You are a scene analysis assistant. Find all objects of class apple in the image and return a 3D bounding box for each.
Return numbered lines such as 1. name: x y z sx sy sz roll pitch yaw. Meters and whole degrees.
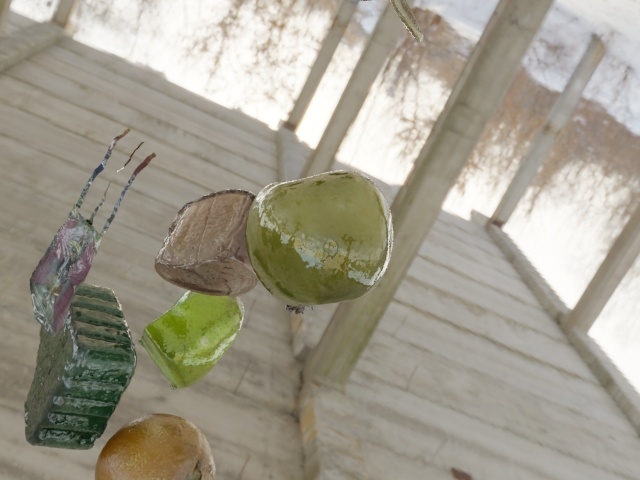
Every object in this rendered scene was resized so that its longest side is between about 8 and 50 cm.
1. apple: 0.013 -0.003 1.610 0.295 0.258 0.233 -9 178 -24

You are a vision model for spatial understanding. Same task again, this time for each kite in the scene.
1. kite: -0.395 -0.019 1.366 0.022 0.360 0.204 25 -171 -40

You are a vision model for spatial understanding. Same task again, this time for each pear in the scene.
1. pear: -0.368 0.273 2.454 0.239 0.318 0.342 52 161 1

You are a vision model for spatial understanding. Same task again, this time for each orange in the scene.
1. orange: -0.365 0.520 1.831 0.274 0.274 0.274 24 -163 -8

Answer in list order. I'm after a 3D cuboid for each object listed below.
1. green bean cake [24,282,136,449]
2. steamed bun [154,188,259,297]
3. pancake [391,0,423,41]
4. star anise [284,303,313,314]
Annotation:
1. green bean cake: -0.562 0.289 1.898 0.169 0.300 0.308 18 -155 -34
2. steamed bun: -0.239 0.021 2.044 0.301 0.252 0.199 -6 139 33
3. pancake: 0.183 -0.491 1.765 0.152 0.025 0.152 55 -160 -31
4. star anise: -0.076 0.120 2.293 0.148 0.219 0.227 -23 -135 -20
